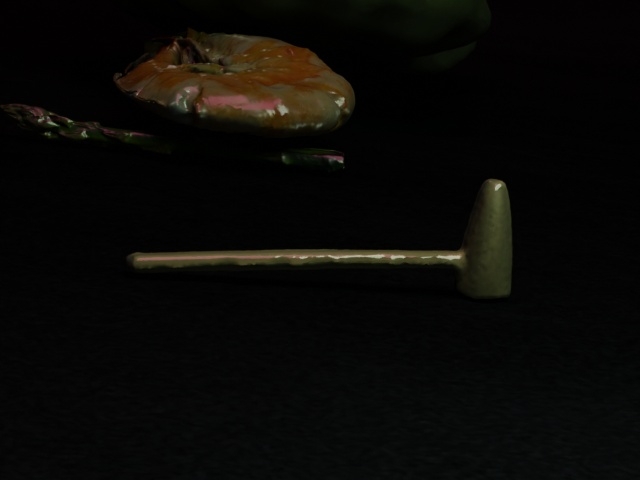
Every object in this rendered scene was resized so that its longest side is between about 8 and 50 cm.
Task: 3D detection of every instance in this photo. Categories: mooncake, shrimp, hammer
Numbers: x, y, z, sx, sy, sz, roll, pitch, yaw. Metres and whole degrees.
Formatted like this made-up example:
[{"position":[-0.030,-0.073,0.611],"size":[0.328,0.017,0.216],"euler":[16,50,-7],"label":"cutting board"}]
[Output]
[{"position":[-0.016,-0.236,1.475],"size":[0.351,0.187,0.351],"euler":[13,2,0],"label":"mooncake"},{"position":[-0.079,-0.113,1.315],"size":[0.154,0.062,0.294],"euler":[0,11,-20],"label":"shrimp"},{"position":[0.000,0.000,0.945],"size":[0.195,0.060,0.028],"euler":[-1,15,-5],"label":"hammer"}]

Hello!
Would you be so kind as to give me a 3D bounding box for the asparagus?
[{"position":[-0.098,-0.065,1.224],"size":[0.232,0.022,0.023],"euler":[9,59,7],"label":"asparagus"}]
